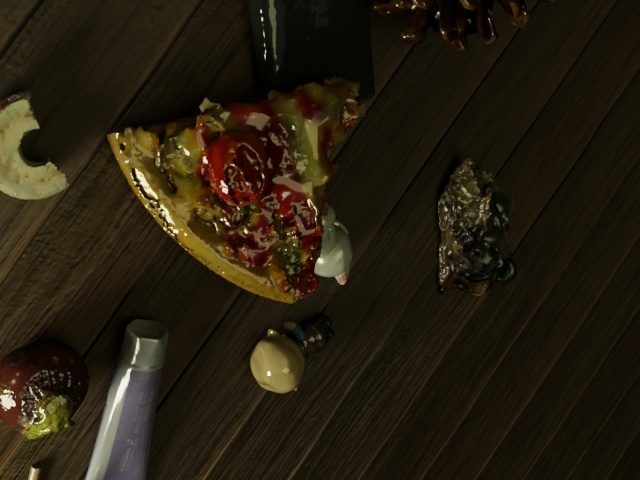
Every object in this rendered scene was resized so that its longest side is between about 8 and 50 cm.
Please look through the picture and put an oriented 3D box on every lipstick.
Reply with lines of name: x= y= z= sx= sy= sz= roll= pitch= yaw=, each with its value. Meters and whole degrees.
lipstick: x=-0.512 y=0.440 z=1.410 sx=0.019 sy=0.019 sz=0.094 roll=9 pitch=103 yaw=-37

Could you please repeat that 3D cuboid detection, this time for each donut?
donut: x=-0.453 y=-0.133 z=1.183 sx=0.108 sy=0.065 sz=0.166 roll=-27 pitch=123 yaw=-23

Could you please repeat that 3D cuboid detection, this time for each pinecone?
pinecone: x=0.238 y=-0.493 z=1.357 sx=0.384 sy=0.384 sz=0.384 roll=-14 pitch=116 yaw=-30

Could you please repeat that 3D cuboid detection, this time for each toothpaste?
toothpaste: x=-0.347 y=0.322 z=1.444 sx=0.125 sy=0.080 sz=0.371 roll=1 pitch=113 yaw=-35

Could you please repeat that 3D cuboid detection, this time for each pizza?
pizza: x=-0.086 y=-0.134 z=1.327 sx=0.440 sy=0.130 sz=0.406 roll=42 pitch=90 yaw=-22

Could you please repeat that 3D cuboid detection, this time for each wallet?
wallet: x=-0.021 y=-0.415 z=1.356 sx=0.228 sy=0.062 sz=0.406 roll=-20 pitch=123 yaw=-24

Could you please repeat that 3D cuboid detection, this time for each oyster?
oyster: x=0.370 y=-0.028 z=1.783 sx=0.221 sy=0.096 sz=0.361 roll=-23 pitch=123 yaw=-33

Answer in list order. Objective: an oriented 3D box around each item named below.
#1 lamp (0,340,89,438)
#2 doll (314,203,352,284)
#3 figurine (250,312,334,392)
lamp: x=-0.450 y=0.243 z=1.297 sx=0.156 sy=0.135 sz=0.157 roll=-45 pitch=126 yaw=-12
doll: x=-0.001 y=-0.006 z=1.521 sx=0.107 sy=0.110 sz=0.181 roll=-42 pitch=128 yaw=-6
figurine: x=-0.054 y=0.217 z=1.596 sx=0.196 sy=0.108 sz=0.114 roll=-42 pitch=139 yaw=-36
